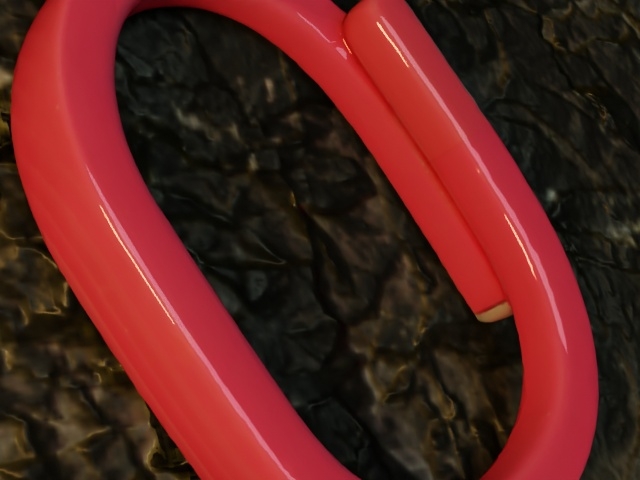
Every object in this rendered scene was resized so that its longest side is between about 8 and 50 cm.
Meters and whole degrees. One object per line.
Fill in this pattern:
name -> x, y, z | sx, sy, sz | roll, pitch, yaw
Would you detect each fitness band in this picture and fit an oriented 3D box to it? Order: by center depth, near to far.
fitness band -> 0.000, 0.000, 0.529 | 0.209, 0.054, 0.291 | -35, 92, -43
